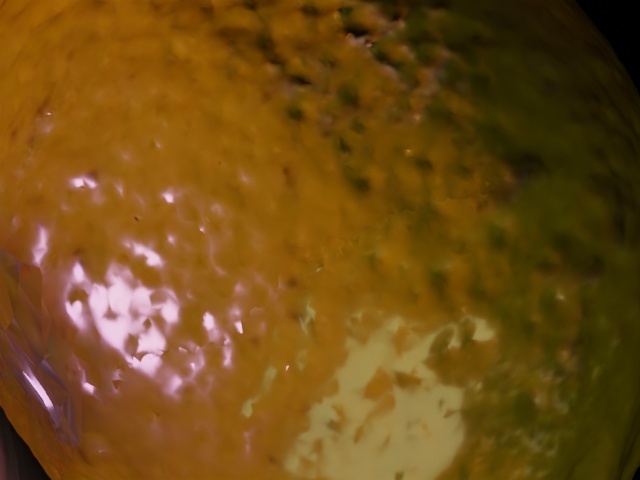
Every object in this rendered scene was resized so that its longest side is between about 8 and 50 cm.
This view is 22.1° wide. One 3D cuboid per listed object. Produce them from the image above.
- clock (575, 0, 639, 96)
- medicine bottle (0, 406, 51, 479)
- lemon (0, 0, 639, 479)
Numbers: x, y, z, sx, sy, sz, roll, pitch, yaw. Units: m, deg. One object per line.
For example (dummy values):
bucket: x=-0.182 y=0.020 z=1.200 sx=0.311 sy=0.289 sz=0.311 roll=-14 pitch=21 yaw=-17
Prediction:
clock: x=0.246 y=-0.134 z=0.602 sx=0.309 sy=0.235 sz=0.166 roll=-28 pitch=179 yaw=-5
medicine bottle: x=-0.212 y=0.174 z=0.692 sx=0.256 sy=0.256 sz=0.325 roll=-21 pitch=148 yaw=-2
lemon: x=0.000 y=0.000 z=0.580 sx=0.253 sy=0.310 sz=0.253 roll=-33 pitch=159 yaw=-14
